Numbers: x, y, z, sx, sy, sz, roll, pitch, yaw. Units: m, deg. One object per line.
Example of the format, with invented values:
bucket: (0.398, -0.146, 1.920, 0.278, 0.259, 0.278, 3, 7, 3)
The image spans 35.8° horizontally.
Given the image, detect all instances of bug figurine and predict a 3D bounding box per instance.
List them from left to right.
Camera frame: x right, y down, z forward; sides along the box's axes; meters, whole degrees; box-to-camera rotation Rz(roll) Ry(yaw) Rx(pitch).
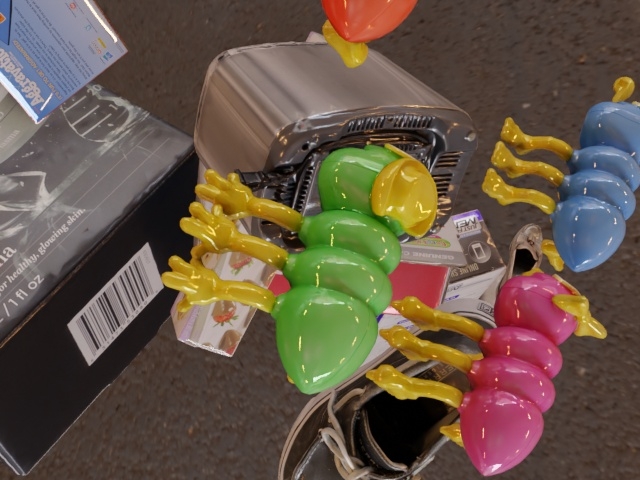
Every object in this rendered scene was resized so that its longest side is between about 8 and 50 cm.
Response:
bug figurine: (0.062, -0.024, 0.396, 0.279, 0.072, 0.216, 35, 69, -44)

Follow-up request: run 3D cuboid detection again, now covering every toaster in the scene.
toaster: (-0.002, -0.076, 0.779, 0.227, 0.146, 0.129, -8, 130, -32)

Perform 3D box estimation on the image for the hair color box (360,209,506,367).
hair color box: (0.136, 0.089, 1.554, 0.185, 0.339, 0.110, -15, 70, -19)

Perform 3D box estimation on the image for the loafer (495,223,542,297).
loafer: (0.261, 0.027, 1.272, 0.045, 0.039, 0.125, 25, 62, 4)

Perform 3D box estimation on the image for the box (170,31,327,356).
box: (-0.049, -0.041, 0.964, 0.063, 0.067, 0.324, 22, 106, -25)

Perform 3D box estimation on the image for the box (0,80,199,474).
box: (-0.476, -0.008, 1.468, 0.471, 0.297, 0.480, 29, 62, 22)

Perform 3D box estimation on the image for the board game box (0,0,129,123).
board game box: (-0.342, -0.272, 1.099, 0.145, 0.027, 0.281, -41, 136, -9)

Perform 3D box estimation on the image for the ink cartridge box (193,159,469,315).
ink cartridge box: (0.000, 0.000, 1.228, 0.309, 0.272, 0.130, 5, 119, -9)

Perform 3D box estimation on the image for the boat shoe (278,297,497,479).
boat shoe: (0.053, 0.177, 0.893, 0.113, 0.105, 0.306, 46, 122, -5)
